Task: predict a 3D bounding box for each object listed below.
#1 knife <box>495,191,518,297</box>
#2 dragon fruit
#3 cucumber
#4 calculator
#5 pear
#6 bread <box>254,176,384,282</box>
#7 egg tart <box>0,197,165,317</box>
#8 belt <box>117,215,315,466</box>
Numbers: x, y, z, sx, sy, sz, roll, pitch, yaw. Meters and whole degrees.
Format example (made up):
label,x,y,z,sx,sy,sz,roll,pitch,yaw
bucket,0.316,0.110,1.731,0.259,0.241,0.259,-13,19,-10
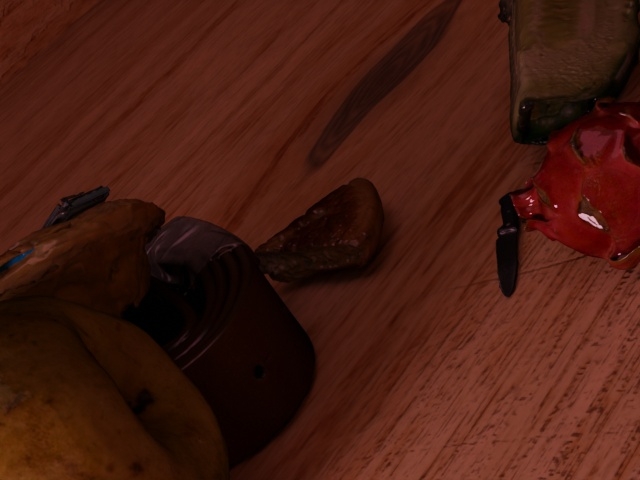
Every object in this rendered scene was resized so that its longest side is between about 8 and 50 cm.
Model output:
label,x,y,z,sx,sy,sz,roll,pitch,yaw
knife,0.167,0.003,1.272,0.023,0.010,0.170,-26,25,21
dragon fruit,0.232,-0.041,1.127,0.166,0.133,0.136,-22,-17,26
cucumber,0.244,-0.174,1.406,0.145,0.105,0.325,-1,30,9
calculator,-0.250,-0.003,1.331,0.057,0.018,0.172,-27,-9,-38
pear,-0.225,0.201,1.071,0.304,0.304,0.304,-29,23,14
bread,0.019,-0.015,1.459,0.154,0.054,0.136,-7,36,40
egg tart,-0.251,0.065,1.277,0.291,0.107,0.291,-33,-4,-3
belt,-0.133,0.095,1.363,0.217,0.122,0.339,-39,22,-6
